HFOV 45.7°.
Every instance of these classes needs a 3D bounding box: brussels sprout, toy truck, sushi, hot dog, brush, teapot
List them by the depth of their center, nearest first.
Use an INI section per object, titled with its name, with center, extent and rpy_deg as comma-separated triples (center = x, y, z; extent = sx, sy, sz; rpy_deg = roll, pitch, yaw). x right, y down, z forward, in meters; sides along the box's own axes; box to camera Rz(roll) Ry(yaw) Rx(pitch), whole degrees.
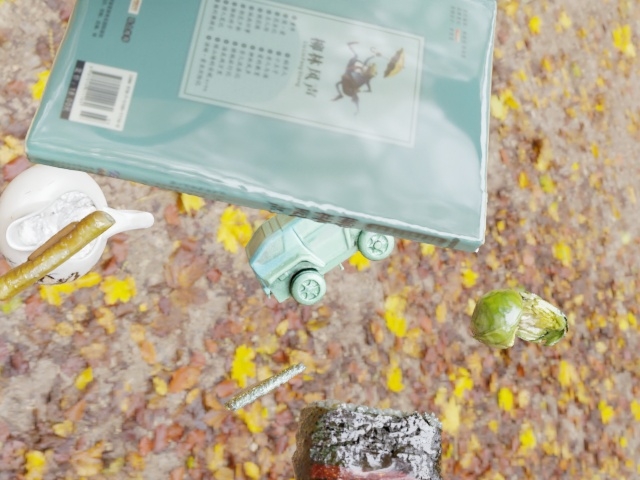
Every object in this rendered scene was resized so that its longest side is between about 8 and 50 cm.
[brussels sprout]
center = 0.155, 0.062, 0.607
extent = 0.083, 0.046, 0.050
rpy_deg = 7, 49, -37
[hot dog]
center = -0.256, 0.013, 0.729
extent = 0.028, 0.137, 0.044
rpy_deg = 54, 9, -6
[brush]
center = -0.070, 0.158, 0.814
extent = 0.083, 0.205, 0.011
rpy_deg = -29, 86, -17
[sushi]
center = 0.070, 0.312, 1.145
extent = 0.225, 0.136, 0.126
rpy_deg = 3, 67, -4
[teapot]
center = -0.433, -0.032, 1.308
extent = 0.300, 0.166, 0.208
rpy_deg = -13, 95, -47
[toy truck]
center = 0.000, 0.000, 1.427
extent = 0.279, 0.155, 0.156
rpy_deg = -34, 109, 2

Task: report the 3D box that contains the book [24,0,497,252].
[book]
center = -0.029, -0.146, 0.662
extent = 0.380, 0.031, 0.264
rpy_deg = 12, 68, -7
